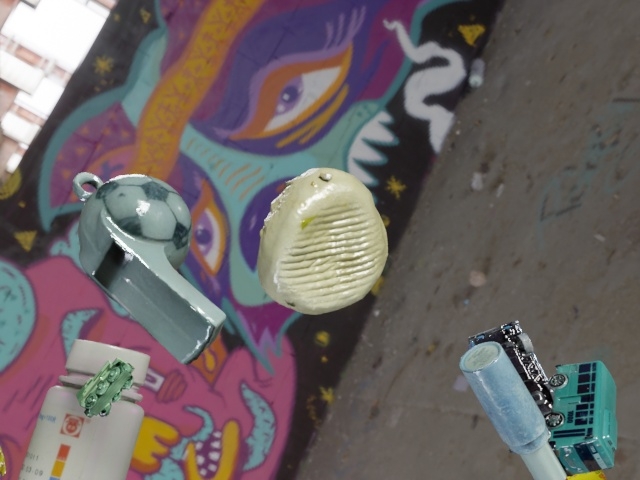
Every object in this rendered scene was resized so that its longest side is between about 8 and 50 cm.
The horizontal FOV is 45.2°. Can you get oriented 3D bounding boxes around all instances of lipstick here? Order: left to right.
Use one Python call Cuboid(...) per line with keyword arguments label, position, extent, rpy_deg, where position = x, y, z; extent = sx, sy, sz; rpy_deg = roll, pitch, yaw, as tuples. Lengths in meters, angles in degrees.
Cuboid(label="lipstick", position=(0.266, 0.252, 0.989), extent=(0.061, 0.274, 0.068), rpy_deg=(-32, 18, 0))

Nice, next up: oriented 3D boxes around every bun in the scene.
Cuboid(label="bun", position=(0.000, 0.000, 1.353), extent=(0.259, 0.259, 0.160), rpy_deg=(-62, 28, -4))

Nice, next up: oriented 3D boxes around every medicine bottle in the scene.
Cuboid(label="medicine bottle", position=(-0.394, 0.322, 1.299), extent=(0.170, 0.170, 0.293), rpy_deg=(155, 131, -66))

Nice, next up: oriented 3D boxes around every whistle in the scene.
Cuboid(label="whistle", position=(-0.221, 0.011, 1.024), extent=(0.163, 0.290, 0.163), rpy_deg=(-47, -3, -4))

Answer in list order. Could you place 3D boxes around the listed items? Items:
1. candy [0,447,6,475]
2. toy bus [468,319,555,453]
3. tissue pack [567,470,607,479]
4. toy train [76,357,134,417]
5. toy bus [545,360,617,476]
Cuboid(label="candy", position=(-0.390, 0.123, 0.691), extent=(0.187, 0.297, 0.081), rpy_deg=(-35, -17, 15))
Cuboid(label="toy bus", position=(0.381, 0.291, 1.490), extent=(0.133, 0.116, 0.234), rpy_deg=(81, 169, -58))
Cuboid(label="tissue pack", position=(0.404, 0.450, 1.290), extent=(0.176, 0.062, 0.095), rpy_deg=(-18, 26, 7))
Cuboid(label="toy train", position=(-0.271, 0.184, 0.974), extent=(0.083, 0.033, 0.053), rpy_deg=(-51, 34, -2))
Cuboid(label="toy bus", position=(0.393, 0.263, 1.145), extent=(0.092, 0.079, 0.160), rpy_deg=(-16, 32, 34))
